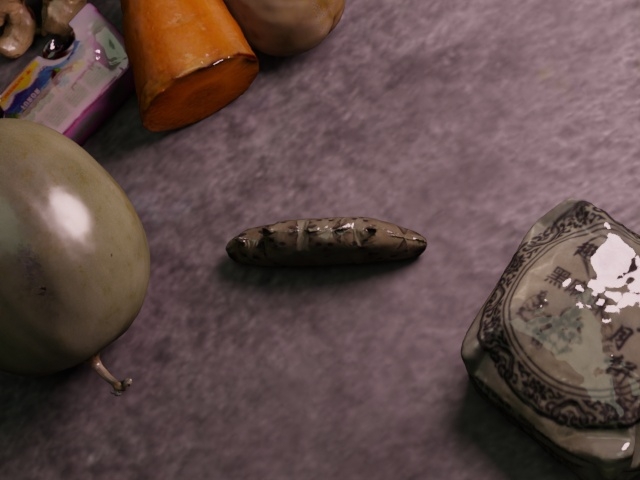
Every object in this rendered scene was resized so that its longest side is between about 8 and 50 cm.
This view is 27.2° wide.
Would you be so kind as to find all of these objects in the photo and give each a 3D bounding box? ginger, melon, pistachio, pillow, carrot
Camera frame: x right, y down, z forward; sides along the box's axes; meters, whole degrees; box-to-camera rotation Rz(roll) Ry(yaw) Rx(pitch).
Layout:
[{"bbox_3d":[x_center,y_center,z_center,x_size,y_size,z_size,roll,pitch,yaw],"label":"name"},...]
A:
[{"bbox_3d":[-0.415,-0.303,1.729,0.258,0.065,0.149,-27,96,10],"label":"ginger"},{"bbox_3d":[-0.326,0.013,1.500,0.271,0.272,0.308,-7,102,9],"label":"melon"},{"bbox_3d":[-0.066,-0.327,1.643,0.153,0.137,0.238,-44,67,12],"label":"pistachio"},{"bbox_3d":[0.001,0.000,1.528,0.241,0.093,0.051,-1,74,11],"label":"pillow"},{"bbox_3d":[-0.183,-0.268,1.609,0.159,0.159,0.225,-24,80,2],"label":"carrot"}]

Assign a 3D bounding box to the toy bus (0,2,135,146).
[{"bbox_3d":[-0.342,-0.163,1.664,0.112,0.090,0.274,39,81,15],"label":"toy bus"}]

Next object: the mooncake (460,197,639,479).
[{"bbox_3d":[0.291,0.105,1.407,0.254,0.136,0.250,34,76,20],"label":"mooncake"}]
